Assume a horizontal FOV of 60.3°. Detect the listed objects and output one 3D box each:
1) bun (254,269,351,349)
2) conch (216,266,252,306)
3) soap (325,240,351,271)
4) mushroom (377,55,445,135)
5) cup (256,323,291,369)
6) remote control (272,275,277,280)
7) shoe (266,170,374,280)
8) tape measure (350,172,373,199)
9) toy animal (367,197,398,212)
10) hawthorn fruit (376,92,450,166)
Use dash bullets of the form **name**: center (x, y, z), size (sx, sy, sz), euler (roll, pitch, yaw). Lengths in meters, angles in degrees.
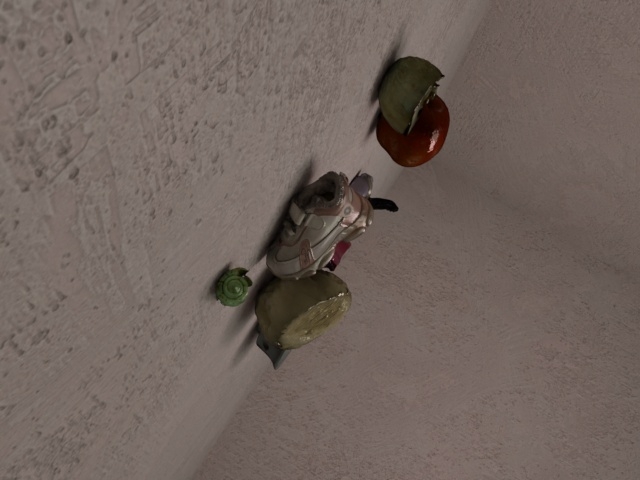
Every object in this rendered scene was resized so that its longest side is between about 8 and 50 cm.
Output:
- **bun**: center (-0.069, 0.214, 1.899), size (0.359, 0.211, 0.360), euler (-27, 151, -16)
- **conch**: center (-0.213, 0.115, 1.361), size (0.106, 0.079, 0.170), euler (-49, -175, -18)
- **soap**: center (0.000, 0.000, 1.822), size (0.112, 0.182, 0.289), euler (-55, 156, -11)
- **mushroom**: center (0.263, -0.462, 1.745), size (0.190, 0.164, 0.267), euler (-54, 176, -1)
- **cup**: center (-0.155, 0.351, 2.306), size (0.347, 0.163, 0.347), euler (-57, 172, -12)
- **remote control**: center (-0.134, 0.101, 1.973), size (0.184, 0.027, 0.050), euler (-63, 169, 1)
- **shoe**: center (-0.031, -0.053, 1.570), size (0.351, 0.172, 0.198), euler (-39, 134, -3)
- **tape measure**: center (0.163, -0.188, 2.410), size (0.178, 0.105, 0.196), euler (-52, 172, -33)
- **toy animal**: center (0.208, -0.200, 2.671), size (0.272, 0.197, 0.160), euler (14, 136, -37)
- **hawthorn fruit**: center (0.348, -0.430, 2.030), size (0.275, 0.275, 0.300), euler (-53, 172, -34)
